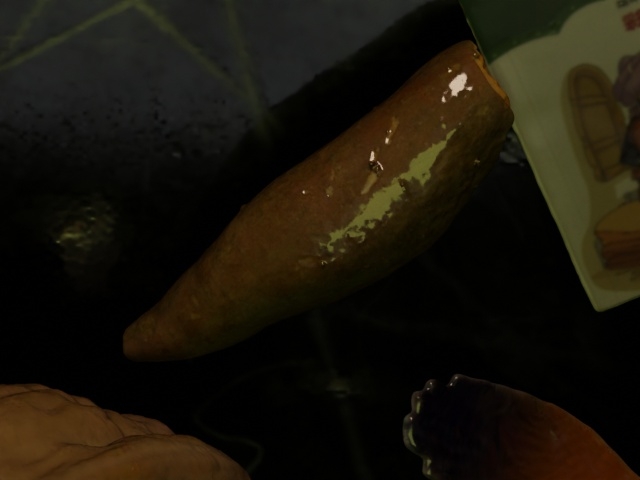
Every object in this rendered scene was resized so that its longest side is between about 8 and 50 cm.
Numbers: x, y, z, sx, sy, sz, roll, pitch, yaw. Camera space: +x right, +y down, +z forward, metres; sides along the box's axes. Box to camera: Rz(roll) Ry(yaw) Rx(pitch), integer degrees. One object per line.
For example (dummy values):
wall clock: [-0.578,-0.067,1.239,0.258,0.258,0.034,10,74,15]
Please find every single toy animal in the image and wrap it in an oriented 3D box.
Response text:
toy animal: [0.178,0.240,0.999,0.302,0.225,0.284,7,98,-39]

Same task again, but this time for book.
book: [0.180,-0.108,0.929,0.202,0.027,0.264,-22,118,8]

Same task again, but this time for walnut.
walnut: [-0.163,0.145,0.961,0.204,0.141,0.238,-1,143,-41]

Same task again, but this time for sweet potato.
sweet potato: [0.000,0.000,0.949,0.243,0.077,0.077,-40,114,16]
